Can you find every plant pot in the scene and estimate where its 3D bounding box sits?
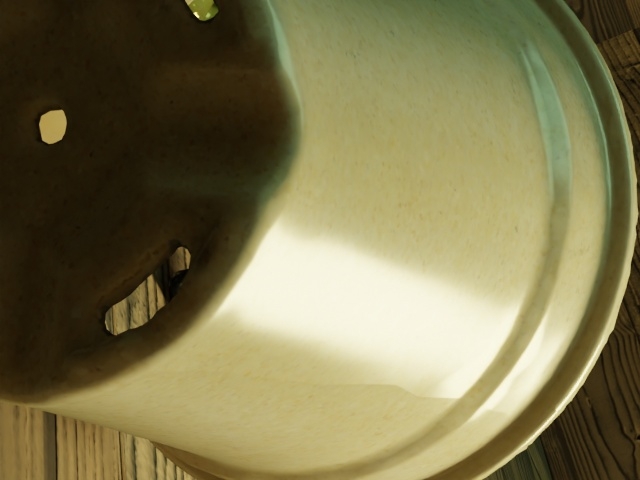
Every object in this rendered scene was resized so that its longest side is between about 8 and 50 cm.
[{"bbox_3d":[-0.054,-0.031,0.834,0.305,0.334,0.334,14,54,-64],"label":"plant pot"}]

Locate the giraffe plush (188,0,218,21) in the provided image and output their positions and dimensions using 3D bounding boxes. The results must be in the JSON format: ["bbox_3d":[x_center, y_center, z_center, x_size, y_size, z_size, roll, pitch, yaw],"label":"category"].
[{"bbox_3d":[-0.089,-0.163,1.397,0.210,0.181,0.170,-39,98,-44],"label":"giraffe plush"}]

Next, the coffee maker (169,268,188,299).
[{"bbox_3d":[0.000,0.000,1.264,0.178,0.171,0.120,-69,161,-50],"label":"coffee maker"}]
